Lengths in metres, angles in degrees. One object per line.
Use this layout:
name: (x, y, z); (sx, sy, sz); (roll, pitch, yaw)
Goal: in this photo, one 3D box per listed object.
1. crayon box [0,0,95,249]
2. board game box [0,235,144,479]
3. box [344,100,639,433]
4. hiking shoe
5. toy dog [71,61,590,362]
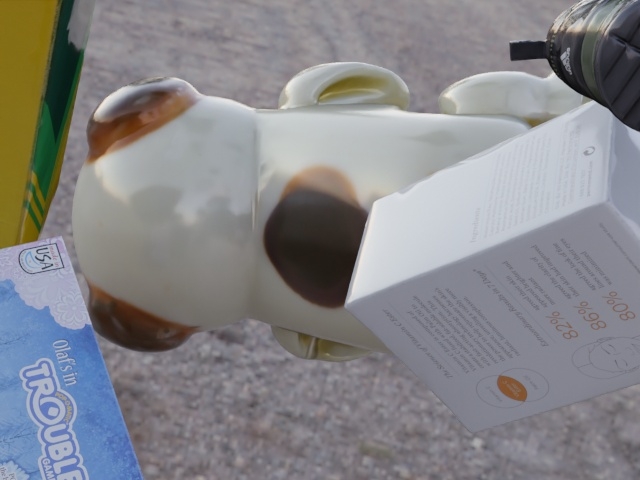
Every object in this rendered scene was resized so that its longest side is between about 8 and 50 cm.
crayon box: (-0.291, -0.128, 0.572); (0.363, 0.313, 0.106); (18, 54, -8)
board game box: (-0.104, 0.048, 0.350); (0.090, 0.020, 0.090); (-13, 59, -21)
box: (0.123, 0.019, 0.704); (0.130, 0.170, 0.091); (46, 40, -28)
hiking shoe: (0.205, -0.111, 0.578); (0.227, 0.086, 0.114); (-11, 22, -19)
toy dog: (0.000, 0.000, 1.018); (0.408, 0.284, 0.395); (5, 20, 15)
